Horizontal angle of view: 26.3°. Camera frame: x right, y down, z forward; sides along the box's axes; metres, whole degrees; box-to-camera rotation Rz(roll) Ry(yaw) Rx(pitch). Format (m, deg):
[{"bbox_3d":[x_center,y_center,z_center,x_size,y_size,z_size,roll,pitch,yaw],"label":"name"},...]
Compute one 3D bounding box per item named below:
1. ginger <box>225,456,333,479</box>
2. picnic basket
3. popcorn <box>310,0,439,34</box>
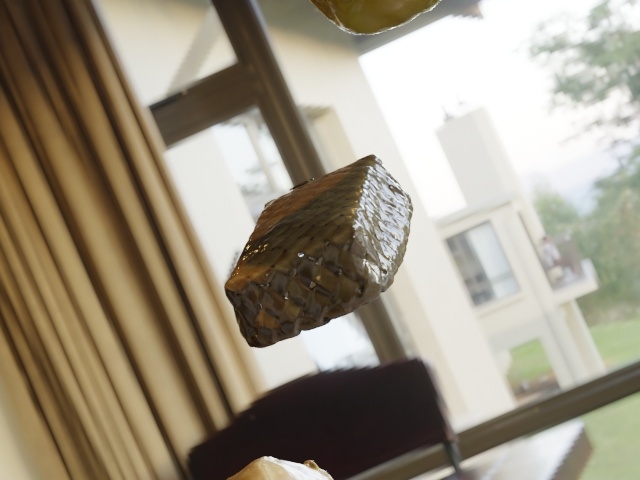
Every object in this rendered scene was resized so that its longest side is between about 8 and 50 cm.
[{"bbox_3d":[-0.045,0.163,0.561,0.095,0.069,0.190,-7,38,28],"label":"ginger"},{"bbox_3d":[0.000,0.000,0.882,0.110,0.054,0.193,-25,12,14],"label":"picnic basket"},{"bbox_3d":[-0.028,-0.288,0.755,0.281,0.315,0.297,-9,-33,23],"label":"popcorn"}]
